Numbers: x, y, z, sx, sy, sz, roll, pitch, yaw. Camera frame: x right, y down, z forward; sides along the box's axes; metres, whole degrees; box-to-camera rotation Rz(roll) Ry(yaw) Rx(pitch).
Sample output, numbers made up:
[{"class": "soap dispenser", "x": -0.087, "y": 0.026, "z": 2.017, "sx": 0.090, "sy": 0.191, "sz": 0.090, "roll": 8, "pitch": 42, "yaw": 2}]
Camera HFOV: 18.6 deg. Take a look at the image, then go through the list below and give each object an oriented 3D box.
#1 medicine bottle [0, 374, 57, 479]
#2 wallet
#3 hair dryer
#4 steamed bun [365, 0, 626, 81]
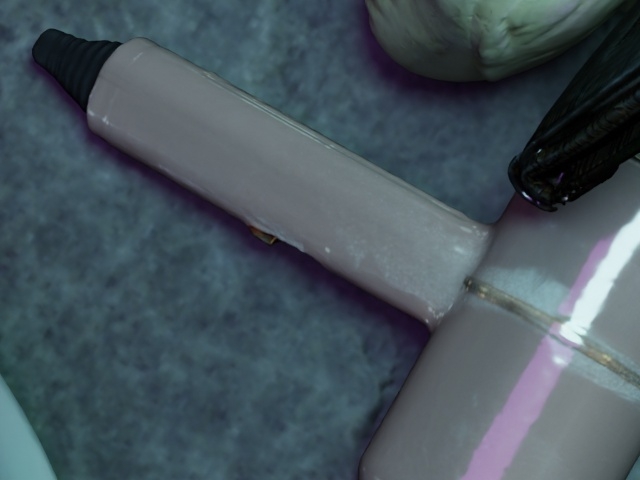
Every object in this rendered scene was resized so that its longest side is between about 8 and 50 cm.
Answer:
[{"class": "medicine bottle", "x": -0.307, "y": 0.188, "z": 0.833, "sx": 0.388, "sy": 0.219, "sz": 0.219, "roll": -23, "pitch": 81, "yaw": 5}, {"class": "wallet", "x": 0.197, "y": -0.149, "z": 0.765, "sx": 0.044, "sy": 0.169, "sz": 0.317, "roll": 43, "pitch": 69, "yaw": -3}, {"class": "hair dryer", "x": 0.000, "y": 0.000, "z": 0.878, "sx": 0.344, "sy": 0.107, "sz": 0.189, "roll": 30, "pitch": 88, "yaw": 20}, {"class": "steamed bun", "x": 0.101, "y": -0.189, "z": 0.841, "sx": 0.153, "sy": 0.170, "sz": 0.238, "roll": -1, "pitch": 82, "yaw": -9}]
